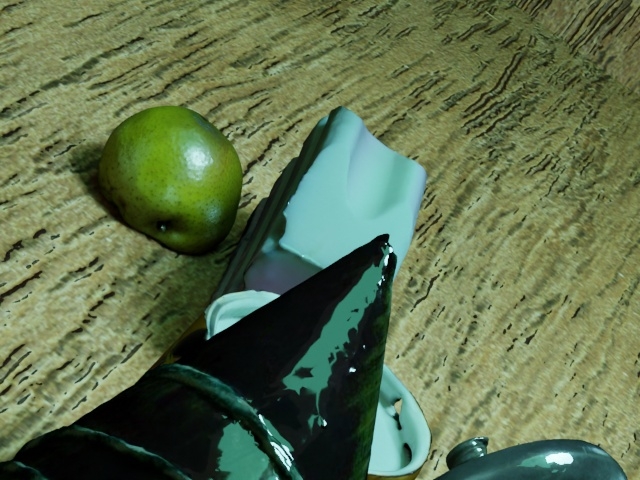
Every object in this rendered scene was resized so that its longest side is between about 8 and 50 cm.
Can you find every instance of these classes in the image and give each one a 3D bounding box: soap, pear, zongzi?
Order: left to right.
[{"bbox_3d":[-0.088,0.164,0.889,0.319,0.362,0.383,29,18,33],"label":"zongzi"},{"bbox_3d":[-0.125,-0.064,1.591,0.141,0.104,0.141,29,28,-17],"label":"pear"},{"bbox_3d":[0.000,0.000,1.519,0.109,0.193,0.324,34,23,-5],"label":"soap"}]

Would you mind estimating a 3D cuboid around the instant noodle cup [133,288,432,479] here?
[{"bbox_3d":[-0.048,0.156,1.169,0.230,0.182,0.230,29,25,-15],"label":"instant noodle cup"}]

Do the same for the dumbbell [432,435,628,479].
[{"bbox_3d":[0.160,0.292,1.048,0.179,0.179,0.406,14,41,-42],"label":"dumbbell"}]
